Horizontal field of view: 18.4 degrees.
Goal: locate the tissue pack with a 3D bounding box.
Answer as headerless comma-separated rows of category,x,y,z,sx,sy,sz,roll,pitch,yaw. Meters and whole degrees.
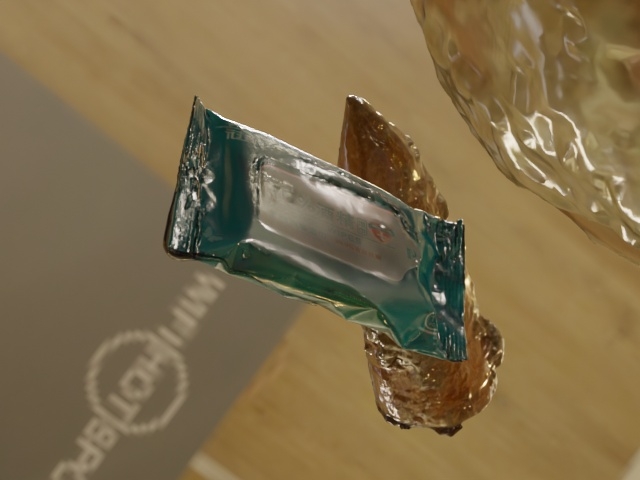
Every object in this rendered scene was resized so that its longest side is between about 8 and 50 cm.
tissue pack,0.000,0.000,0.810,0.028,0.138,0.085,-44,-150,39

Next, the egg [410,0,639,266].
egg,0.119,-0.076,0.469,0.195,0.195,0.233,-53,-139,-4

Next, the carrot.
carrot,0.055,0.010,1.375,0.102,0.263,0.102,-12,-148,7
